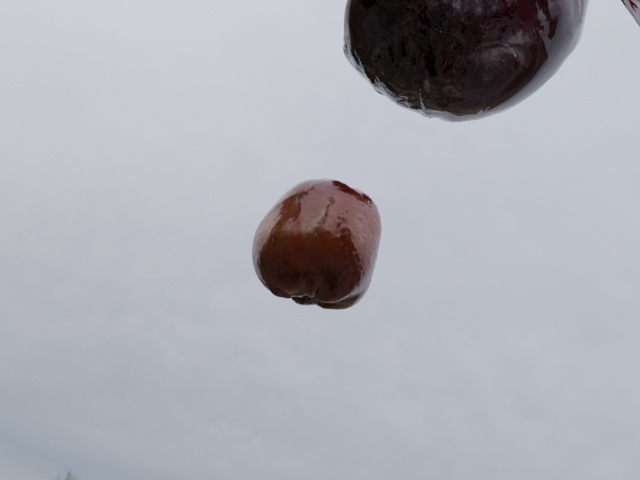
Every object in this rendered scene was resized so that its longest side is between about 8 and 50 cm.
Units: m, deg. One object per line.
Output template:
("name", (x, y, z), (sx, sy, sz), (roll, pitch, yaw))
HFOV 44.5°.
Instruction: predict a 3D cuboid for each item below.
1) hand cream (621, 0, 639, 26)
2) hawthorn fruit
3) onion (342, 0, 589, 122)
("hand cream", (0.291, -0.183, 0.490), (0.149, 0.230, 0.230), (-36, -50, 12))
("hawthorn fruit", (0.000, 0.000, 0.807), (0.132, 0.138, 0.133), (14, -14, 3))
("onion", (0.205, -0.306, 0.980), (0.260, 0.337, 0.282), (32, -27, 22))
